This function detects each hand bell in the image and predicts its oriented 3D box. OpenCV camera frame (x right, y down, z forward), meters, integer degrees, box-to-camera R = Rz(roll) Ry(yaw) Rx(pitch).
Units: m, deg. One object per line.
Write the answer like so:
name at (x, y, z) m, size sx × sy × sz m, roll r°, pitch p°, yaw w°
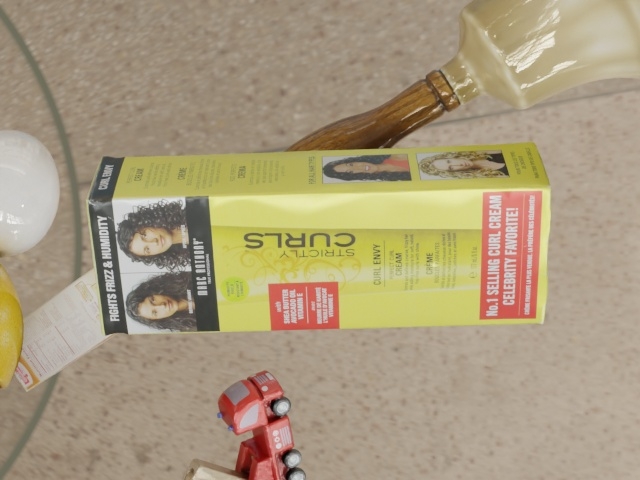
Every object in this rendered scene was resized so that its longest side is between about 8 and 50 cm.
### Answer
hand bell at (0.062, -0.079, 0.755) m, size 0.242 × 0.126 × 0.126 m, roll -33°, pitch 105°, yaw 3°

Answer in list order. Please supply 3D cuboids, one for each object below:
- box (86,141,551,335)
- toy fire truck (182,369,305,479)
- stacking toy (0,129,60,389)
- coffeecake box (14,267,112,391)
box at (0.000, 0.000, 0.700) m, size 0.232 × 0.058 × 0.087 m, roll -1°, pitch 118°, yaw 0°
toy fire truck at (-0.086, 0.234, 1.325) m, size 0.135 × 0.047 × 0.192 m, roll -21°, pitch 118°, yaw -20°
stacking toy at (-0.387, 0.101, 1.223) m, size 0.351 × 0.351 × 0.479 m, roll 37°, pitch 74°, yaw -21°
coffeecake box at (-0.223, 0.066, 1.370) m, size 0.068 × 0.185 × 0.142 m, roll 56°, pitch 36°, yaw -2°
